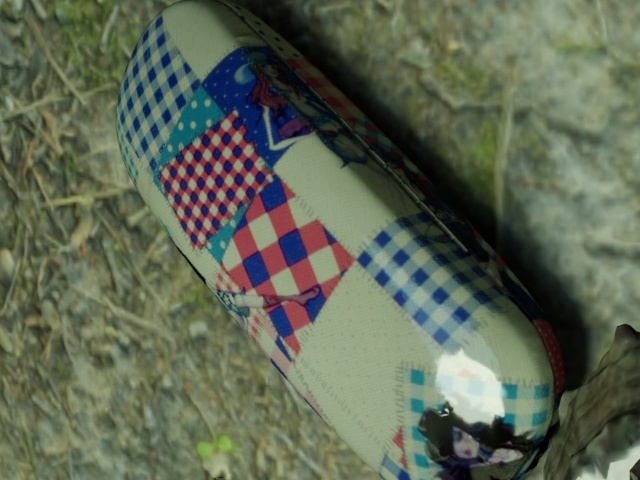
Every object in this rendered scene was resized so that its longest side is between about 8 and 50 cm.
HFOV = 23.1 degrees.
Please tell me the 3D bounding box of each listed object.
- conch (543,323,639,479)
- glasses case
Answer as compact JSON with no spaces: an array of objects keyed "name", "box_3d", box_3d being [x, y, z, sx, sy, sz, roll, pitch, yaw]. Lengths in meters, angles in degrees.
[{"name":"conch","box_3d":[0.174,0.104,0.605,0.313,0.186,0.241,83,-179,-54]},{"name":"glasses case","box_3d":[0.000,0.000,0.817,0.327,0.076,0.125,48,126,26]}]
